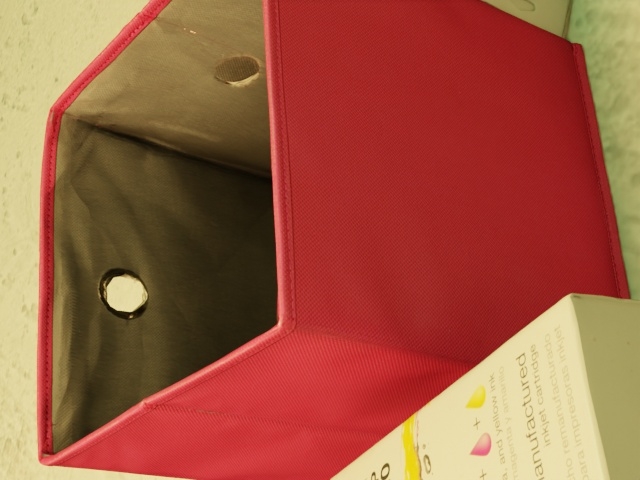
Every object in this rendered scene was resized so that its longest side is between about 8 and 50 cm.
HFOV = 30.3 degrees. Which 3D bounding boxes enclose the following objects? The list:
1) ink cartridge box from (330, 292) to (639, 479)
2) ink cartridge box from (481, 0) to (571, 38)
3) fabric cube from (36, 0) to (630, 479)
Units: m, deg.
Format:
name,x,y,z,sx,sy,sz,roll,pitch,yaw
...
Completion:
name,x,y,z,sx,sy,sz,roll,pitch,yaw
ink cartridge box,0.129,0.153,0.528,0.232,0.168,0.171,130,141,-53
ink cartridge box,0.096,-0.164,0.798,0.122,0.088,0.052,4,79,54
fabric cube,0.000,0.000,0.726,0.259,0.258,0.254,-32,54,44
